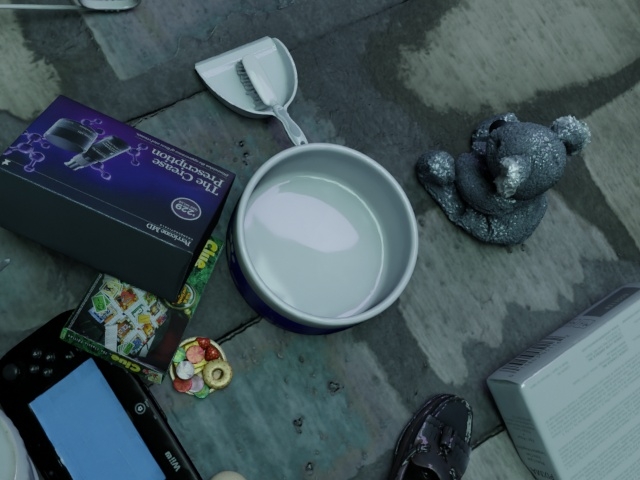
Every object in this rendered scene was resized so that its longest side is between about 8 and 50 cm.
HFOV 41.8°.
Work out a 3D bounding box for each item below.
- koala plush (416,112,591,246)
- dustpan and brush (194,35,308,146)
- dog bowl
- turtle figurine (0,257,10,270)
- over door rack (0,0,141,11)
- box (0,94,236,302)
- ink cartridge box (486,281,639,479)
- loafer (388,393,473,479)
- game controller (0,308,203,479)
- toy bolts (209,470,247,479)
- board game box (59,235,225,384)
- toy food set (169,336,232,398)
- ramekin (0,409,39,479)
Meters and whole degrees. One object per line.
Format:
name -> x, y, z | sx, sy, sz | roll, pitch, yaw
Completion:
koala plush -> 0.295, -0.107, 1.264 | 0.196, 0.221, 0.203 | -30, 85, -23
dustpan and brush -> -0.079, -0.214, 1.266 | 0.147, 0.060, 0.211 | -27, 83, -23
dog bowl -> 0.000, 0.000, 1.204 | 0.264, 0.104, 0.265 | 5, 73, -16
turtle figurine -> -0.484, 0.031, 0.931 | 0.197, 0.266, 0.275 | 3, 107, -37
over door rack -> -0.438, -0.438, 1.197 | 0.324, 0.108, 0.240 | -12, 77, -20
box -> -0.266, -0.058, 1.090 | 0.261, 0.103, 0.184 | 24, 42, -4
ink cartridge box -> 0.459, 0.303, 1.288 | 0.308, 0.091, 0.385 | -29, 101, -23
loafer -> 0.140, 0.343, 1.148 | 0.109, 0.095, 0.303 | 36, 67, -4
game controller -> -0.270, 0.244, 1.029 | 0.166, 0.067, 0.319 | -38, 79, 12
toy bolts -> -0.043, 0.380, 1.038 | 0.228, 0.218, 0.159 | 27, 60, -28
board game box -> -0.222, 0.060, 1.093 | 0.136, 0.030, 0.260 | 25, 39, -6
toy food set -> -0.167, 0.173, 1.145 | 0.082, 0.020, 0.083 | -22, 82, -22
ramekin -> -0.443, 0.280, 0.917 | 0.272, 0.127, 0.273 | 12, 47, -13
